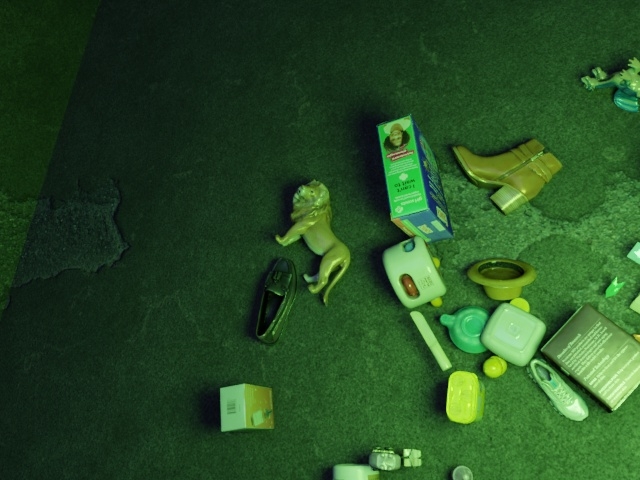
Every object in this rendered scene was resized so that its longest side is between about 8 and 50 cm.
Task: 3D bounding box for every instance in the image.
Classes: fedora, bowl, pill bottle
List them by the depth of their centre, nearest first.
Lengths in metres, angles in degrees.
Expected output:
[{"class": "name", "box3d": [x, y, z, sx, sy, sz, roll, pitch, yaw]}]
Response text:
[{"class": "bowl", "box3d": [0.507, 0.242, 1.400, 0.142, 0.053, 0.142, 30, 80, 24]}, {"class": "pill bottle", "box3d": [0.099, 0.736, 1.451, 0.131, 0.131, 0.229, -9, 68, 22]}, {"class": "fedora", "box3d": [0.508, 0.115, 1.493, 0.194, 0.194, 0.079, 1, 111, 25]}]

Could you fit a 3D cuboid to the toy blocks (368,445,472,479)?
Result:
[{"class": "toy blocks", "box3d": [0.262, 0.669, 1.279, 0.288, 0.260, 0.309, 2, 70, 2]}]

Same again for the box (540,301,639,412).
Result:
[{"class": "box", "box3d": [0.686, 0.292, 1.314, 0.167, 0.168, 0.203, -49, 59, 3]}]

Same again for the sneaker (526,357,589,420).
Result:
[{"class": "sneaker", "box3d": [0.606, 0.383, 1.370, 0.071, 0.083, 0.191, -43, 61, 3]}]

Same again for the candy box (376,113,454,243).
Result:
[{"class": "candy box", "box3d": [0.288, -0.174, 1.613, 0.122, 0.268, 0.317, -18, 65, 22]}]

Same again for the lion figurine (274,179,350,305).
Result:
[{"class": "lion figurine", "box3d": [0.000, 0.000, 1.783, 0.240, 0.142, 0.392, -35, 75, 1]}]

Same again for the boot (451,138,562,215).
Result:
[{"class": "boot", "box3d": [0.555, -0.240, 1.602, 0.220, 0.109, 0.283, -41, 62, 8]}]

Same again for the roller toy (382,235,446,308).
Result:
[{"class": "roller toy", "box3d": [0.282, 0.092, 1.563, 0.146, 0.191, 0.209, -25, 63, 14]}]

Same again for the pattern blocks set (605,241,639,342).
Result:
[{"class": "pattern blocks set", "box3d": [0.881, 0.159, 1.295, 0.324, 0.026, 0.285, 27, 106, 29]}]

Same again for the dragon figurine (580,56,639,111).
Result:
[{"class": "dragon figurine", "box3d": [0.902, -0.428, 1.522, 0.289, 0.144, 0.085, 34, 86, 11]}]

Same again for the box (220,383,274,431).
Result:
[{"class": "box", "box3d": [-0.227, 0.525, 1.658, 0.091, 0.170, 0.130, -16, 66, 21]}]

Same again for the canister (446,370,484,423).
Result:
[{"class": "canister", "box3d": [0.388, 0.419, 1.407, 0.073, 0.170, 0.126, 1, 72, 26]}]

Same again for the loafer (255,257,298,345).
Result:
[{"class": "loafer", "box3d": [-0.149, 0.198, 1.784, 0.109, 0.095, 0.303, 3, 73, 26]}]

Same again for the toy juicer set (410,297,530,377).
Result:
[{"class": "toy juicer set", "box3d": [0.431, 0.282, 1.482, 0.329, 0.089, 0.209, -10, 67, 11]}]
